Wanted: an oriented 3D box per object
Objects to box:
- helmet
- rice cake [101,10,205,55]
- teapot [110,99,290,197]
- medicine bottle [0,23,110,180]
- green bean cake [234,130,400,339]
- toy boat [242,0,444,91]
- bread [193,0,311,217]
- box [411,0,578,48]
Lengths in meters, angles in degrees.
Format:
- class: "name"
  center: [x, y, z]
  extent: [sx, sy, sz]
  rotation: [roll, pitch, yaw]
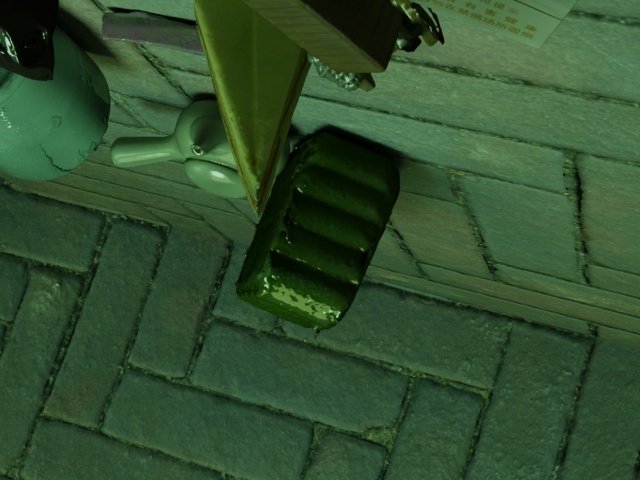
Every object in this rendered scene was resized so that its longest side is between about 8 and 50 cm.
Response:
- class: "helmet"
  center: [-0.433, -0.330, 1.317]
  extent: [0.225, 0.177, 0.305]
  rotation: [20, 178, 22]
- class: "rice cake"
  center: [-0.224, -0.293, 1.511]
  extent: [0.207, 0.047, 0.036]
  rotation: [15, 176, 21]
- class: "teapot"
  center: [-0.203, -0.160, 1.894]
  extent: [0.220, 0.149, 0.318]
  rotation: [28, 165, -38]
- class: "medicine bottle"
  center: [-0.488, -0.247, 1.649]
  extent: [0.245, 0.244, 0.290]
  rotation: [16, 170, 12]
- class: "green bean cake"
  center: [0.000, 0.000, 1.875]
  extent: [0.218, 0.335, 0.319]
  rotation: [21, 174, -10]
- class: "toy boat"
  center: [-0.028, -0.255, 0.995]
  extent: [0.136, 0.162, 0.445]
  rotation: [-32, 149, 19]
- class: "bread"
  center: [-0.112, -0.183, 1.306]
  extent: [0.163, 0.264, 0.167]
  rotation: [16, 164, 2]
- class: "box"
  center: [0.170, -0.261, 0.947]
  extent: [0.150, 0.067, 0.233]
  rotation: [17, 170, -1]
